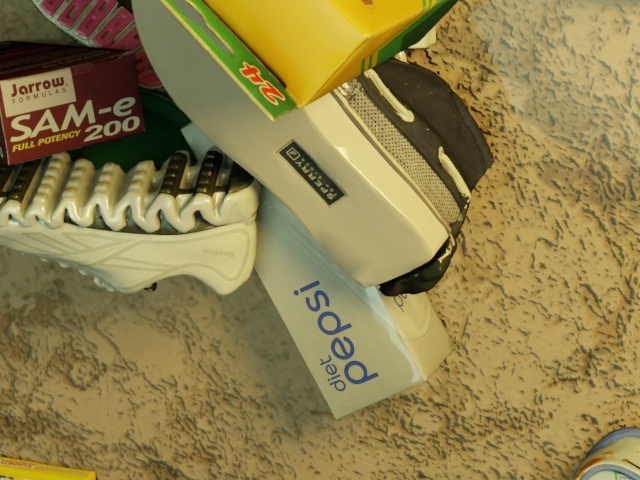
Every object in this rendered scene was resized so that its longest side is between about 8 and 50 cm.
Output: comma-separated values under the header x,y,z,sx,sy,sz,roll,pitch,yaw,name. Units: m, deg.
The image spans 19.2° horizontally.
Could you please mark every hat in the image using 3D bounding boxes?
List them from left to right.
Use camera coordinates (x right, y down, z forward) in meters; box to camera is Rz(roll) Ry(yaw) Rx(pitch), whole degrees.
x,y,z,sx,sy,sz,roll,pitch,yaw,name
-0.212,-0.022,1.638,0.173,0.183,0.208,49,117,4,hat

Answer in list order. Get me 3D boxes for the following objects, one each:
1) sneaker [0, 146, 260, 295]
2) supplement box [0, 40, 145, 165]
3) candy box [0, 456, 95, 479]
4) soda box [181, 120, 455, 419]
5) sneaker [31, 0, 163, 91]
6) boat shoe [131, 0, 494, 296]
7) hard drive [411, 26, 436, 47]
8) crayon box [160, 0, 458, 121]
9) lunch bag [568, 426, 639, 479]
x,y,z,sx,sy,sz,roll,pitch,yaw,name
-0.192,-0.009,1.572,0.292,0.110,0.118,3,123,12,sneaker
-0.264,-0.120,1.600,0.239,0.130,0.073,12,114,56,supplement box
-0.268,0.316,1.851,0.105,0.027,0.206,5,108,17,candy box
0.000,0.000,1.613,0.098,0.091,0.286,-25,95,25,soda box
-0.196,-0.187,1.640,0.170,0.075,0.063,41,74,1,sneaker
0.000,-0.123,1.512,0.127,0.158,0.340,-25,110,42,boat shoe
-0.025,-0.336,1.547,0.233,0.047,0.353,4,107,20,hard drive
-0.022,-0.210,1.381,0.202,0.318,0.081,46,116,2,crayon box
0.277,0.329,1.595,0.243,0.115,0.303,28,113,9,lunch bag
